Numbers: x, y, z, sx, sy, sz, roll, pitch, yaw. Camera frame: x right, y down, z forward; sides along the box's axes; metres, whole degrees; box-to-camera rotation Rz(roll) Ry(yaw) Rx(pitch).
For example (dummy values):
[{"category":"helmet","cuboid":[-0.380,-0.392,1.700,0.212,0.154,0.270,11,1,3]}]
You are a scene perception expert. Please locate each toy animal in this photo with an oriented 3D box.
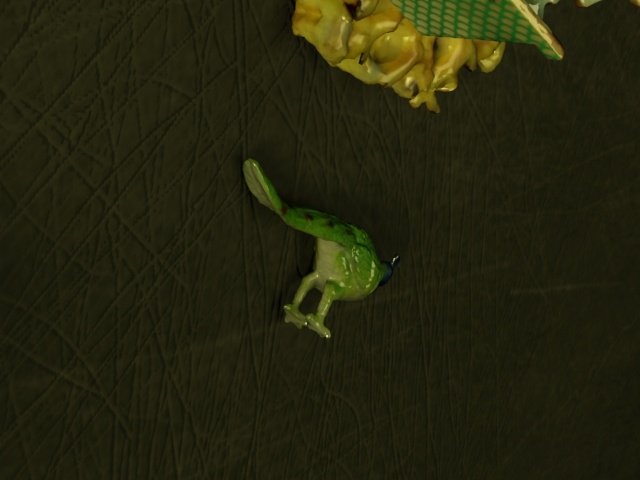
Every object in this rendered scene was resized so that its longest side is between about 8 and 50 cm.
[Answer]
[{"category":"toy animal","cuboid":[-0.006,0.016,0.959,0.217,0.041,0.075,32,80,-59]}]

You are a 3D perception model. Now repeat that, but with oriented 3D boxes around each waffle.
[{"category":"waffle","cuboid":[0.087,-0.227,0.917,0.329,0.062,0.329,-39,140,-43]}]

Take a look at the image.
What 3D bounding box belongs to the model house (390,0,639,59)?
[{"category":"model house","cuboid":[0.034,-0.194,0.679,0.206,0.178,0.271,-25,114,-26]}]
